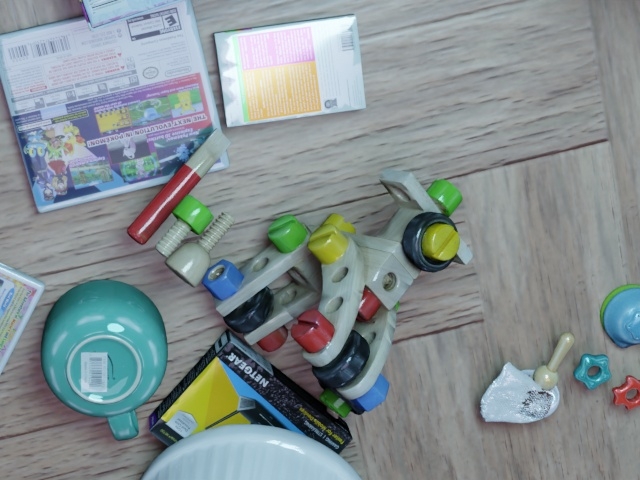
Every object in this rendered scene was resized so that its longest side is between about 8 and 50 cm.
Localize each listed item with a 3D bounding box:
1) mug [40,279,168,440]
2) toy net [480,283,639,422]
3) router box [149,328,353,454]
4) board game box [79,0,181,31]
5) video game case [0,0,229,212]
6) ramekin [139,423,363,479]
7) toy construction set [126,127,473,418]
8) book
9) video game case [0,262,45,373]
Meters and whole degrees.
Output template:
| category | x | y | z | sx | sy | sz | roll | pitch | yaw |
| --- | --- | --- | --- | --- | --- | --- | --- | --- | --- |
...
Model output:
| category | x | y | z | sx | sy | sz | roll | pitch | yaw |
| --- | --- | --- | --- | --- | --- | --- | --- | --- | --- |
| mug | -0.212 | 0.124 | 1.445 | 0.129 | 0.097 | 0.158 | -44 | 106 | 5 |
| toy net | 0.284 | 0.147 | 1.553 | 0.232 | 0.045 | 0.122 | -27 | 110 | 2 |
| router box | -0.075 | 0.201 | 1.514 | 0.179 | 0.046 | 0.133 | 40 | 98 | -16 |
| board game box | -0.110 | -0.389 | 1.265 | 0.318 | 0.066 | 0.318 | -17 | 111 | -1 |
| video game case | -0.209 | -0.138 | 1.411 | 0.201 | 0.023 | 0.183 | -14 | 107 | -5 |
| ramekin | -0.076 | 0.335 | 1.470 | 0.273 | 0.127 | 0.273 | 2 | 120 | 3 |
| toy construction set | 0.000 | 0.000 | 1.403 | 0.309 | 0.257 | 0.237 | 40 | 80 | -6 |
| book | -0.031 | -0.172 | 1.422 | 0.144 | 0.035 | 0.096 | -8 | 104 | -6 |
| video game case | -0.383 | 0.083 | 1.451 | 0.143 | 0.019 | 0.157 | 26 | 100 | -15 |
